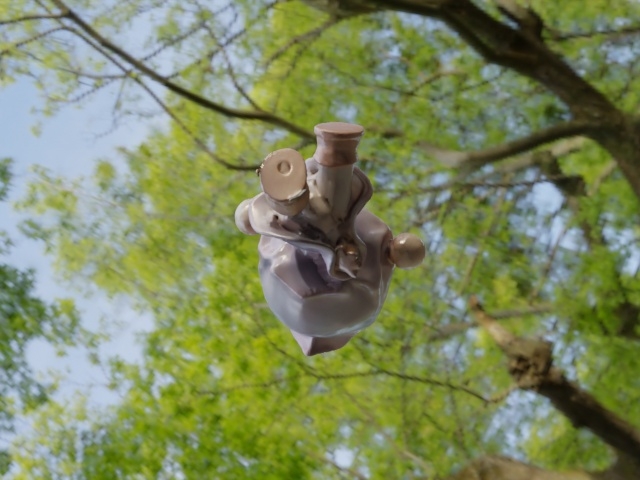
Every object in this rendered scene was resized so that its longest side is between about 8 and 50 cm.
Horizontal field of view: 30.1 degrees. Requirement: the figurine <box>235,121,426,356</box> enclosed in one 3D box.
[{"bbox_3d":[0.000,0.001,1.161,0.276,0.200,0.133,81,-155,-53],"label":"figurine"}]
